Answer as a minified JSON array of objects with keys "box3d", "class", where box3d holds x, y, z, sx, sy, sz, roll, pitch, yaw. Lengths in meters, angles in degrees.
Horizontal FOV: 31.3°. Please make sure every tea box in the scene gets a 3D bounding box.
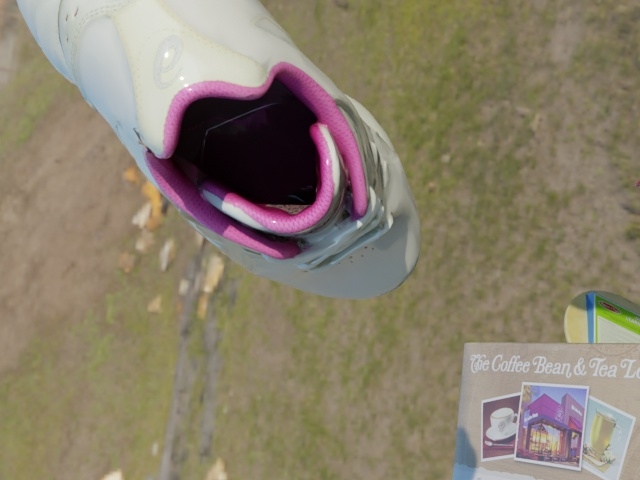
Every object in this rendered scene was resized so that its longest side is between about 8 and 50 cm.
[{"box3d":[0.349,0.221,1.116,0.329,0.323,0.220,-9,72,63],"class":"tea box"}]

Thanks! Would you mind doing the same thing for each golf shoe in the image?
[{"box3d":[-0.021,-0.027,0.540,0.115,0.306,0.140,-38,52,7],"class":"golf shoe"}]

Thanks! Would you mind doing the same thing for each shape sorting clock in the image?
[{"box3d":[0.410,0.153,1.519,0.040,0.206,0.206,-52,32,45],"class":"shape sorting clock"}]

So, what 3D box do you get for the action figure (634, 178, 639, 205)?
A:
[{"box3d":[0.635,-0.145,1.672,0.276,0.370,0.248,56,-169,14],"class":"action figure"}]
